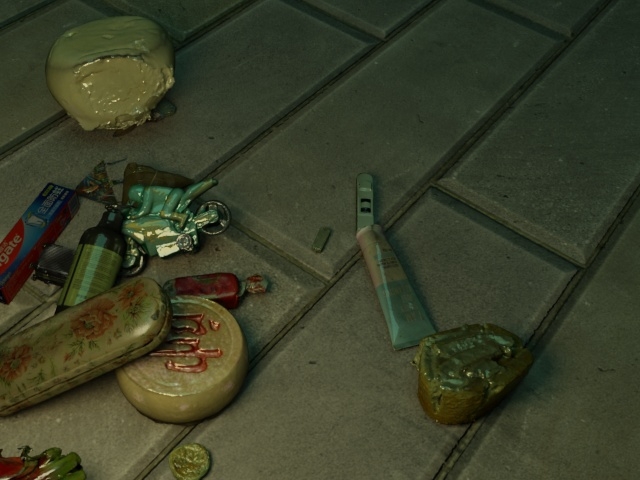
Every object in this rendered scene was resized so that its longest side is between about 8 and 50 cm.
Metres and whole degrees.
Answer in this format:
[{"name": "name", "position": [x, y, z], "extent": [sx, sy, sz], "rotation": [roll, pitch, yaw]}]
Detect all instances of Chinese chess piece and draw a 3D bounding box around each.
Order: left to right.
[{"name": "Chinese chess piece", "position": [-0.280, 0.238, 1.588], "extent": [0.270, 0.112, 0.270], "rotation": [4, 48, -4]}]

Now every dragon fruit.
[{"name": "dragon fruit", "position": [-0.555, 0.434, 1.355], "extent": [0.269, 0.198, 0.200], "rotation": [-32, 33, -30]}]

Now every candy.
[{"name": "candy", "position": [-0.259, 0.116, 1.730], "extent": [0.292, 0.059, 0.086], "rotation": [-6, 53, -11]}]

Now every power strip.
[{"name": "power strip", "position": [0.000, 0.000, 1.886], "extent": [0.027, 0.017, 0.083], "rotation": [17, 49, 10]}]

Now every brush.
[{"name": "brush", "position": [-0.482, -0.325, 2.122], "extent": [0.070, 0.021, 0.196], "rotation": [38, 58, 24]}]

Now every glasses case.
[{"name": "glasses case", "position": [-0.478, 0.204, 1.507], "extent": [0.425, 0.098, 0.156], "rotation": [-25, 45, 9]}]

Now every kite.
[{"name": "kite", "position": [-0.537, -0.140, 1.957], "extent": [0.160, 0.010, 0.183], "rotation": [-15, 52, -20]}]

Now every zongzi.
[{"name": "zongzi", "position": [-0.392, -0.091, 1.903], "extent": [0.178, 0.081, 0.189], "rotation": [10, 56, -23]}]

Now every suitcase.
[{"name": "suitcase", "position": [-0.573, 0.059, 1.749], "extent": [0.126, 0.059, 0.086], "rotation": [15, 50, 4]}]

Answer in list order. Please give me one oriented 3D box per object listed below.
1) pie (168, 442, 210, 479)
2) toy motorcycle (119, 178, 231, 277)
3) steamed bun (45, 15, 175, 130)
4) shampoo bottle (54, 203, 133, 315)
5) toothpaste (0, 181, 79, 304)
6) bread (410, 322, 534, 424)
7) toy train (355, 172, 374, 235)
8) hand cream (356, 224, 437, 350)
[{"name": "pie", "position": [-0.247, 0.422, 1.488], "extent": [0.084, 0.021, 0.084], "rotation": [3, 44, -3]}, {"name": "toy motorcycle", "position": [-0.356, -0.046, 1.790], "extent": [0.296, 0.109, 0.198], "rotation": [-20, 84, -2]}, {"name": "steamed bun", "position": [-0.541, -0.438, 2.070], "extent": [0.334, 0.233, 0.312], "rotation": [-7, 38, -2]}, {"name": "shampoo bottle", "position": [-0.479, 0.049, 1.684], "extent": [0.101, 0.101, 0.284], "rotation": [11, 67, 4]}, {"name": "toothpaste", "position": [-0.662, 0.001, 1.785], "extent": [0.076, 0.066, 0.320], "rotation": [16, 48, 8]}, {"name": "bread", "position": [0.312, 0.259, 1.622], "extent": [0.257, 0.124, 0.186], "rotation": [-17, 52, -22]}, {"name": "toy train", "position": [0.111, -0.097, 1.964], "extent": [0.043, 0.047, 0.207], "rotation": [5, 50, -3]}, {"name": "hand cream", "position": [0.162, 0.103, 1.782], "extent": [0.111, 0.070, 0.312], "rotation": [-11, 55, -18]}]
